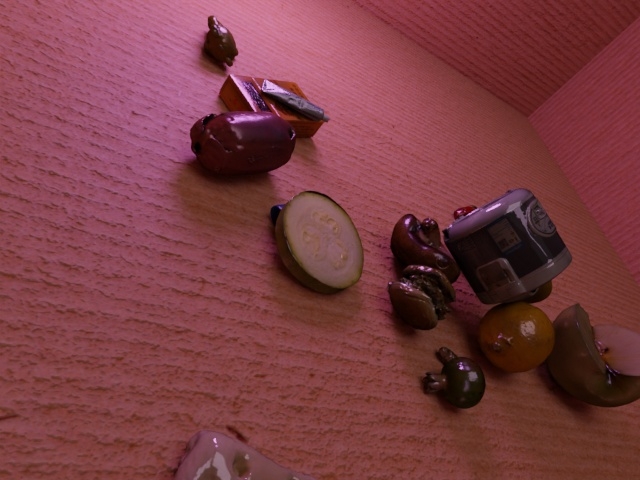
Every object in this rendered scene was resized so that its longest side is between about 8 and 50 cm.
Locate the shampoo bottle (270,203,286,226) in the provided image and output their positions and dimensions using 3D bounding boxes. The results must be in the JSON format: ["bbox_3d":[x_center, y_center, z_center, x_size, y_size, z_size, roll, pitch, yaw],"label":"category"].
[{"bbox_3d":[-0.037,-0.057,1.200,0.183,0.050,0.087,-13,67,-49],"label":"shampoo bottle"}]

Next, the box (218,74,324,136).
[{"bbox_3d":[-0.136,-0.386,1.413,0.274,0.076,0.174,-14,63,-49],"label":"box"}]

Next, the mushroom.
[{"bbox_3d":[0.280,0.038,1.327,0.194,0.138,0.231,57,3,-46],"label":"mushroom"}]

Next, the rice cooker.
[{"bbox_3d":[0.508,0.025,1.324,0.288,0.288,0.276,-23,82,-51],"label":"rice cooker"}]

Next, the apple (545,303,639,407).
[{"bbox_3d":[0.811,0.352,1.441,0.295,0.233,0.257,20,25,-3],"label":"apple"}]

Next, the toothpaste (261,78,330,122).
[{"bbox_3d":[-0.069,-0.397,1.395,0.218,0.041,0.064,23,47,-20],"label":"toothpaste"}]

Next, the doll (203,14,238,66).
[{"bbox_3d":[-0.312,-0.611,1.480,0.137,0.097,0.209,58,7,-36],"label":"doll"}]

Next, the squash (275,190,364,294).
[{"bbox_3d":[0.000,0.000,1.135,0.252,0.049,0.251,23,52,-34],"label":"squash"}]

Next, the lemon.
[{"bbox_3d":[0.524,0.257,1.301,0.257,0.188,0.188,-9,61,-41],"label":"lemon"}]

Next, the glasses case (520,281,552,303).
[{"bbox_3d":[0.603,0.073,1.569,0.371,0.173,0.141,33,41,-14],"label":"glasses case"}]

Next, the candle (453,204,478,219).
[{"bbox_3d":[0.531,-0.099,1.775,0.131,0.052,0.052,-14,64,-47],"label":"candle"}]

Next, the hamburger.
[{"bbox_3d":[0.235,0.137,1.194,0.131,0.185,0.159,-49,125,-17],"label":"hamburger"}]

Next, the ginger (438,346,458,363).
[{"bbox_3d":[0.347,0.316,1.200,0.057,0.044,0.137,-33,77,-35],"label":"ginger"}]

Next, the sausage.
[{"bbox_3d":[-0.178,-0.235,1.163,0.280,0.152,0.152,-17,67,-48],"label":"sausage"}]

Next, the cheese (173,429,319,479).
[{"bbox_3d":[-0.089,0.386,0.680,0.263,0.093,0.159,34,38,-13],"label":"cheese"}]

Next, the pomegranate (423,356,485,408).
[{"bbox_3d":[0.308,0.325,1.111,0.142,0.114,0.114,4,46,-7],"label":"pomegranate"}]
